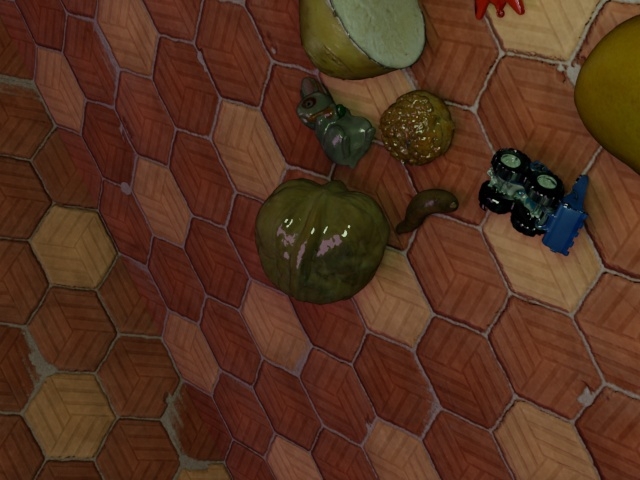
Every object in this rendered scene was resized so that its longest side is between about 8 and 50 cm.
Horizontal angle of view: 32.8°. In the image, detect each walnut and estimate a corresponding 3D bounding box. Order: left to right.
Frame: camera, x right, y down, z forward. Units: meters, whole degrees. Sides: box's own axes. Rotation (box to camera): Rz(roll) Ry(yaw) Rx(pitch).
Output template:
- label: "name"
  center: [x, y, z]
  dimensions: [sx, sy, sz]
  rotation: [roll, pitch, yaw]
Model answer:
- label: "walnut"
  center: [0.002, 0.001, 2.400]
  dimensions: [0.282, 0.253, 0.276]
  rotation: [37, 138, 31]

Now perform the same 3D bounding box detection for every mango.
- label: "mango"
  center: [0.570, -0.191, 1.617]
  dimensions: [0.446, 0.232, 0.300]
  rotation: [30, 139, 46]

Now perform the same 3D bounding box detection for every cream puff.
- label: "cream puff"
  center: [0.184, -0.219, 2.153]
  dimensions: [0.150, 0.115, 0.165]
  rotation: [35, 137, 28]

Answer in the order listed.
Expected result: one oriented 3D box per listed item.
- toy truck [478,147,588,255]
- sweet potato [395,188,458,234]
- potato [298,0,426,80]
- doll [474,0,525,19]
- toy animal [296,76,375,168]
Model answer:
- label: "toy truck"
  center: [0.400, -0.080, 1.975]
  dimensions: [0.208, 0.126, 0.113]
  rotation: [39, 138, 22]
- label: "sweet potato"
  center: [0.214, -0.066, 2.269]
  dimensions: [0.069, 0.059, 0.249]
  rotation: [51, 149, -6]
- label: "potato"
  center: [0.048, -0.448, 2.065]
  dimensions: [0.196, 0.246, 0.299]
  rotation: [-8, 101, 49]
- label: "doll"
  center: [0.300, -0.472, 1.895]
  dimensions: [0.109, 0.057, 0.169]
  rotation: [7, 119, 50]
- label: "toy animal"
  center: [0.007, -0.256, 2.348]
  dimensions: [0.236, 0.108, 0.138]
  rotation: [37, 138, 31]
